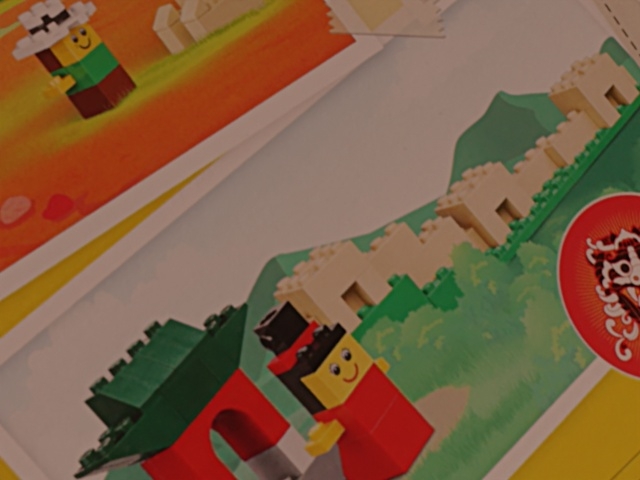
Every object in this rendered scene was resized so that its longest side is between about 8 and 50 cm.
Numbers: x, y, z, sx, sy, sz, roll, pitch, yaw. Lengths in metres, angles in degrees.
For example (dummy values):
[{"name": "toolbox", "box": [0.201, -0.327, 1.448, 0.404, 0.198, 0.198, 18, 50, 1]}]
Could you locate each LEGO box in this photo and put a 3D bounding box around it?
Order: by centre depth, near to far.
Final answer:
[{"name": "LEGO box", "box": [-0.033, -0.021, 0.512, 0.500, 0.372, 0.193, -38, 177, -29]}]
